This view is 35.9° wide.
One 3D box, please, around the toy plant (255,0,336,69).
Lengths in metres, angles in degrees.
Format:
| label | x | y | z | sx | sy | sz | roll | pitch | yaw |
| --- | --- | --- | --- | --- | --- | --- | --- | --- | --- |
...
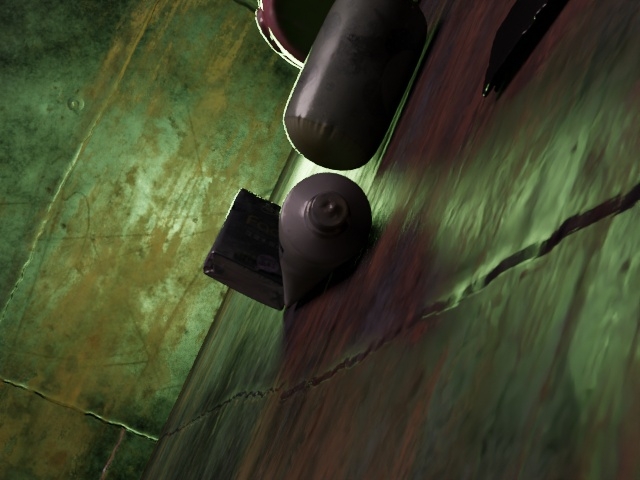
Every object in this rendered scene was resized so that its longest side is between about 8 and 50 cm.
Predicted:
| label | x | y | z | sx | sy | sz | roll | pitch | yaw |
| --- | --- | --- | --- | --- | --- | --- | --- | --- | --- |
| toy plant | 0.004 | -0.379 | 1.470 | 0.210 | 0.317 | 0.356 | -27 | 14 | 13 |

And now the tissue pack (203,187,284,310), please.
| label | x | y | z | sx | sy | sz | roll | pitch | yaw |
| --- | --- | --- | --- | --- | --- | --- | --- | --- | --- |
| tissue pack | -0.077 | 0.008 | 1.252 | 0.051 | 0.112 | 0.156 | -59 | 8 | 34 |

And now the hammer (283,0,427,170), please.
| label | x | y | z | sx | sy | sz | roll | pitch | yaw |
| --- | --- | --- | --- | --- | --- | --- | --- | --- | --- |
| hammer | 0.027 | -0.155 | 1.131 | 0.202 | 0.113 | 0.305 | -63 | 1 | -12 |

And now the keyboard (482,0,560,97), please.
| label | x | y | z | sx | sy | sz | roll | pitch | yaw |
| --- | --- | --- | --- | --- | --- | --- | --- | --- | --- |
| keyboard | 0.146 | -0.169 | 0.563 | 0.196 | 0.015 | 0.074 | -58 | 5 | 44 |

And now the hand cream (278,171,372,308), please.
| label | x | y | z | sx | sy | sz | roll | pitch | yaw |
| --- | --- | --- | --- | --- | --- | --- | --- | --- | --- |
| hand cream | 0.000 | 0.000 | 0.952 | 0.341 | 0.077 | 0.124 | 104 | -170 | -81 |
